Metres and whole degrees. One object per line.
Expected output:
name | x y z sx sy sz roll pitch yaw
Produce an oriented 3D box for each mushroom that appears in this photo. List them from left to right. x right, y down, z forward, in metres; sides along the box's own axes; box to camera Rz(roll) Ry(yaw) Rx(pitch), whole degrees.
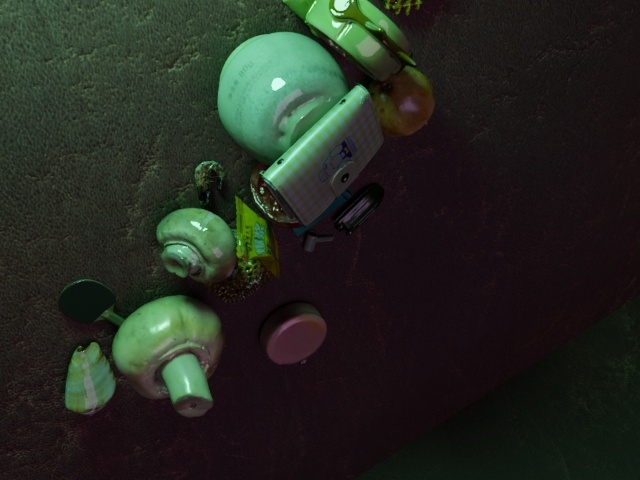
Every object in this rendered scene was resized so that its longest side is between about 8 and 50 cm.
mushroom | -0.462 0.349 1.787 0.325 0.353 0.353 19 114 -13
mushroom | -0.337 0.022 1.640 0.184 0.255 0.254 -45 148 -46

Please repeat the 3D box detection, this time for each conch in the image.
conch | -0.707 0.444 1.810 0.158 0.127 0.255 -13 129 -23

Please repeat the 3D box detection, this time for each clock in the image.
clock | 0.084 -0.500 1.424 0.286 0.348 0.117 28 105 -42

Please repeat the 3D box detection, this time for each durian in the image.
durian | -0.254 0.106 1.841 0.250 0.138 0.183 -35 144 4

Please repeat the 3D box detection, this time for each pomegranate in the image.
pomegranate | 0.228 -0.404 1.710 0.207 0.207 0.207 -17 131 -21

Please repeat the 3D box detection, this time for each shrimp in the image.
shrimp | -0.309 -0.151 1.668 0.091 0.034 0.160 -13 129 -25

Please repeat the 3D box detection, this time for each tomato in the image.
tomato | -0.098 -0.128 1.719 0.201 0.233 0.139 -32 164 -16

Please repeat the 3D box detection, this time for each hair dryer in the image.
hair dryer | 0.000 0.000 1.988 0.124 0.038 0.063 -7 129 -38

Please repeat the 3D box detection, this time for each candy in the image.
candy | -0.175 -0.004 1.713 0.081 0.187 0.297 -14 162 15
candy | -0.096 0.344 2.146 0.256 0.094 0.255 -17 131 -21

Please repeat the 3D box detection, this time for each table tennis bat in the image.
table tennis bat | -0.650 0.199 1.732 0.138 0.022 0.246 -41 134 1

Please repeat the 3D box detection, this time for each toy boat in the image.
toy boat | 0.134 -0.102 1.979 0.210 0.052 0.104 -46 133 4

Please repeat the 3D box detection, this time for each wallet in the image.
wallet | 0.018 -0.192 1.397 0.309 0.077 0.223 -44 142 -7

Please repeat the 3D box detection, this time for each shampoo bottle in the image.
shampoo bottle | -0.086 -0.341 1.461 0.323 0.317 0.322 -16 130 -20

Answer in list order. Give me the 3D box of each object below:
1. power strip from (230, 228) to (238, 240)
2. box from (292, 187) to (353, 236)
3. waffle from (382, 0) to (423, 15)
power strip | -0.229 -0.013 1.815 0.136 0.051 0.019 8 115 -36
box | -0.022 -0.133 1.858 0.226 0.042 0.161 -37 135 -2
waffle | 0.232 -0.720 1.559 0.228 0.051 0.232 -48 135 8
